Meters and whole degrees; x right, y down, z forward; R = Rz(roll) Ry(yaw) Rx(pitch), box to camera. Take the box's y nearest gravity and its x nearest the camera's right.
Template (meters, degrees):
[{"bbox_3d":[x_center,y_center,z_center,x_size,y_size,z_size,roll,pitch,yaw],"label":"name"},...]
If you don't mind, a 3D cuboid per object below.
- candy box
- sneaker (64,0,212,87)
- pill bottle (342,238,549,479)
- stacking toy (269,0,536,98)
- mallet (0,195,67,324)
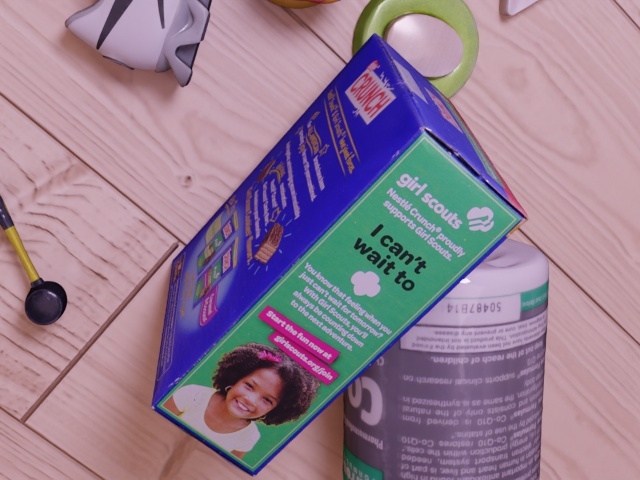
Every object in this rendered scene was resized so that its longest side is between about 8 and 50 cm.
[{"bbox_3d":[0.000,0.000,0.838,0.122,0.268,0.317,36,109,-20],"label":"candy box"},{"bbox_3d":[-0.140,-0.315,0.845,0.146,0.122,0.331,17,100,-14],"label":"sneaker"},{"bbox_3d":[0.124,0.183,0.976,0.204,0.204,0.361,-3,102,-12],"label":"pill bottle"},{"bbox_3d":[0.109,-0.283,0.907,0.309,0.130,0.279,-41,107,-1],"label":"stacking toy"},{"bbox_3d":[-0.300,-0.006,0.928,0.039,0.062,0.190,-25,92,-8],"label":"mallet"}]
